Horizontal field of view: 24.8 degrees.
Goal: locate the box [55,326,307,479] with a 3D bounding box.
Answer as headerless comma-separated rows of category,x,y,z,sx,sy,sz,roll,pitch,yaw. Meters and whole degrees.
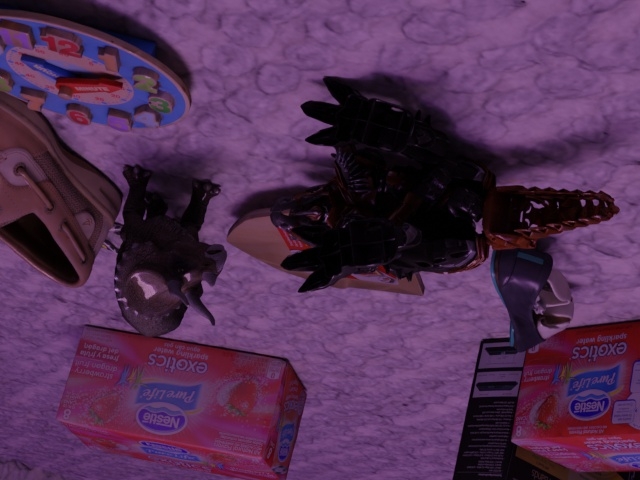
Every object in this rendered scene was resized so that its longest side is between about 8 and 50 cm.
box,-0.187,0.227,1.998,0.300,0.142,0.154,9,158,14

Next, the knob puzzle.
knob puzzle,0.000,0.000,1.452,0.213,0.030,0.213,12,160,4

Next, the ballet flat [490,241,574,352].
ballet flat,0.212,0.061,1.422,0.074,0.074,0.203,7,156,17

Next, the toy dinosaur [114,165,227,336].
toy dinosaur,-0.165,0.030,1.451,0.121,0.160,0.313,17,158,-8

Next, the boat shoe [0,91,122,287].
boat shoe,-0.310,-0.060,1.383,0.122,0.110,0.341,0,155,33

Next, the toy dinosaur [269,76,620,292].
toy dinosaur,0.085,-0.036,1.211,0.322,0.164,0.218,-24,156,32

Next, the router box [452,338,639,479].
router box,0.284,0.280,1.692,0.081,0.242,0.309,-8,149,45

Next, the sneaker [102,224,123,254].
sneaker,-0.237,-0.006,1.597,0.083,0.031,0.035,25,170,-17

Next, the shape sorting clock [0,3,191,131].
shape sorting clock,-0.209,-0.137,1.218,0.206,0.040,0.206,13,159,5

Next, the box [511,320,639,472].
box,0.338,0.165,1.521,0.123,0.128,0.257,29,154,-33
